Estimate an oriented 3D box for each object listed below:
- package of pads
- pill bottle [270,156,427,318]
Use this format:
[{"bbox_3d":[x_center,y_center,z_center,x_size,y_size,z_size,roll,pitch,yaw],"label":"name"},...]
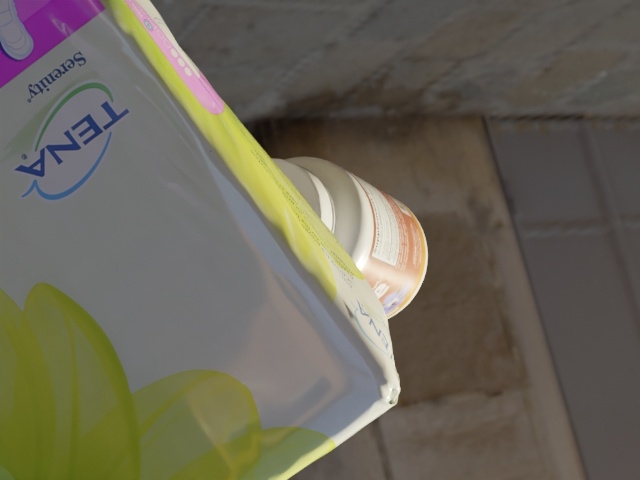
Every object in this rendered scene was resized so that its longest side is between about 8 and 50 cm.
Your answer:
[{"bbox_3d":[-0.127,0.009,0.623,0.229,0.296,0.101,-35,-166,7],"label":"package of pads"},{"bbox_3d":[0.000,0.000,1.117,0.121,0.121,0.216,-19,164,19],"label":"pill bottle"}]
